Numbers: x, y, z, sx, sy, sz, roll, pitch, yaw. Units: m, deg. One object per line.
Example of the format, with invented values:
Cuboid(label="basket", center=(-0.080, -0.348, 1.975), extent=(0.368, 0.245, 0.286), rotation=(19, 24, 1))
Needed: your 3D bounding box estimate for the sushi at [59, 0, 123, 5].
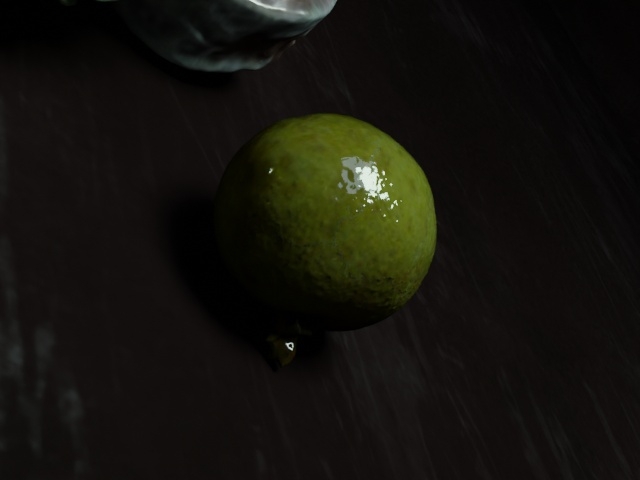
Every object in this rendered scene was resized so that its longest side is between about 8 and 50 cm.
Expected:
Cuboid(label="sushi", center=(-0.142, -0.299, 0.678), extent=(0.352, 0.178, 0.294), rotation=(-5, 64, -23))

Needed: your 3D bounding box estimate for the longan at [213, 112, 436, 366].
Cuboid(label="longan", center=(0.000, 0.000, 0.727), extent=(0.155, 0.176, 0.145), rotation=(21, -10, -20))

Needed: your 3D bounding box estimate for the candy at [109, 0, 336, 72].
Cuboid(label="candy", center=(-0.104, -0.267, 0.888), extent=(0.214, 0.157, 0.289), rotation=(-8, 67, -43))
